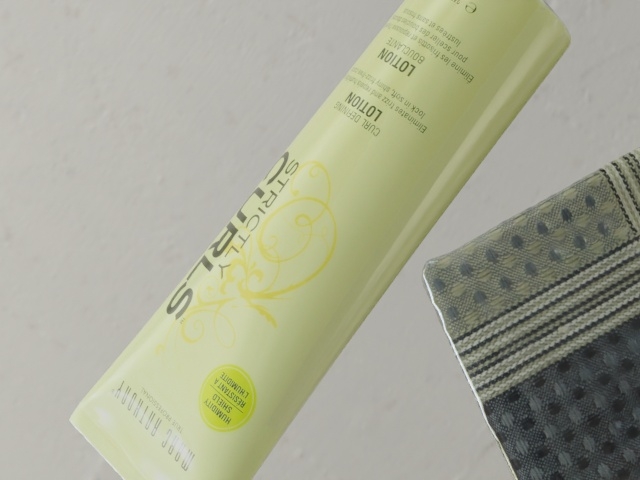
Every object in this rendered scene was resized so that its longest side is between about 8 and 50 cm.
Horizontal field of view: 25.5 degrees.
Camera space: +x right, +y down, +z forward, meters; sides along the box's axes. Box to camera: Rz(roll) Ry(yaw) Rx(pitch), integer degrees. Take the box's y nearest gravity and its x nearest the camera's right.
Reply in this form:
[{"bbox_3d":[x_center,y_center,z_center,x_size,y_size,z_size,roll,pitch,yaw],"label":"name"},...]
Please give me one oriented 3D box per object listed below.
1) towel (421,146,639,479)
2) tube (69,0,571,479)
[{"bbox_3d":[0.254,0.083,0.826,0.312,0.324,0.056,63,-16,5],"label":"towel"},{"bbox_3d":[0.000,0.000,0.538,0.062,0.070,0.240,38,-89,-9],"label":"tube"}]
